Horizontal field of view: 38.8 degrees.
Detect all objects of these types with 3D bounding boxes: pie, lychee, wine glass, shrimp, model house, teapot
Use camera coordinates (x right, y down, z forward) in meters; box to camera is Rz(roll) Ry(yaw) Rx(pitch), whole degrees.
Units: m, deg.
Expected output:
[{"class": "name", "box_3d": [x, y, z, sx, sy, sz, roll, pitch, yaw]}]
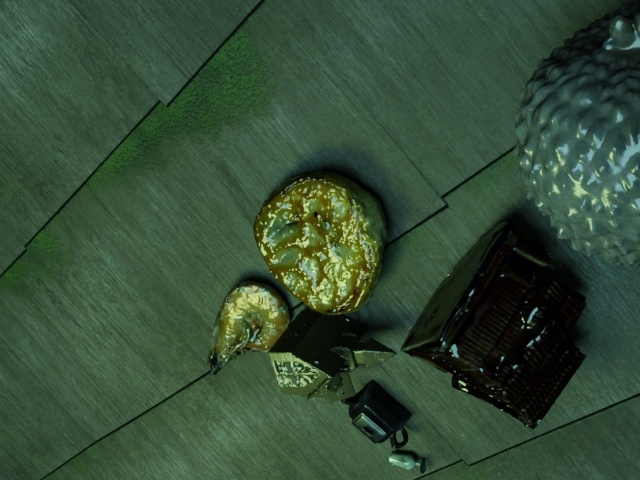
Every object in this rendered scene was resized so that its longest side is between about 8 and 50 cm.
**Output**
[{"class": "pie", "box_3d": [0.000, 0.000, 1.824, 0.315, 0.092, 0.315, 15, 122, 26]}, {"class": "lychee", "box_3d": [0.469, -0.150, 1.303, 0.380, 0.380, 0.432, 4, 140, 27]}, {"class": "wine glass", "box_3d": [0.197, 0.499, 2.049, 0.083, 0.042, 0.039, 5, 83, 29]}, {"class": "shrimp", "box_3d": [-0.167, 0.214, 2.058, 0.164, 0.062, 0.317, 33, 126, 4]}, {"class": "model house", "box_3d": [0.354, 0.163, 1.679, 0.282, 0.297, 0.317, 31, 91, -3]}, {"class": "model house", "box_3d": [0.051, 0.252, 1.883, 0.248, 0.181, 0.176, -4, 117, 32]}, {"class": "teapot", "box_3d": [0.118, 0.391, 1.986, 0.177, 0.096, 0.087, 41, 129, 0]}]
